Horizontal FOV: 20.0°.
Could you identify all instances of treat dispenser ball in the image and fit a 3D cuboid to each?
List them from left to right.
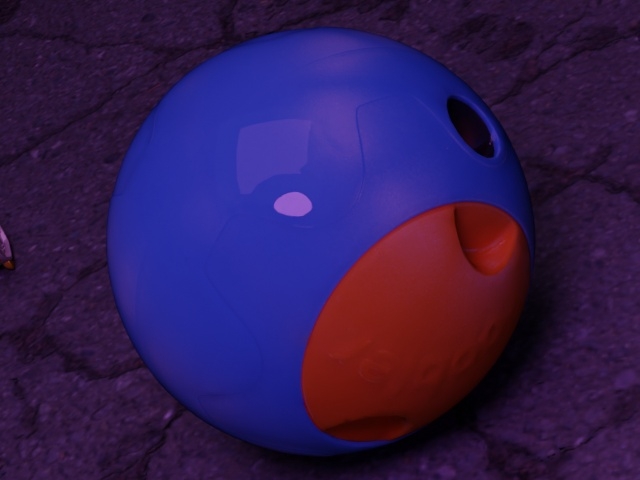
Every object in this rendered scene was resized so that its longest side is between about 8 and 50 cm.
[{"bbox_3d":[0.000,0.000,1.223,0.288,0.288,0.288,-19,34,13],"label":"treat dispenser ball"}]

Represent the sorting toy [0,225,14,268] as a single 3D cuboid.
[{"bbox_3d":[-0.323,0.018,1.660,0.075,0.045,0.083,-33,33,5],"label":"sorting toy"}]
